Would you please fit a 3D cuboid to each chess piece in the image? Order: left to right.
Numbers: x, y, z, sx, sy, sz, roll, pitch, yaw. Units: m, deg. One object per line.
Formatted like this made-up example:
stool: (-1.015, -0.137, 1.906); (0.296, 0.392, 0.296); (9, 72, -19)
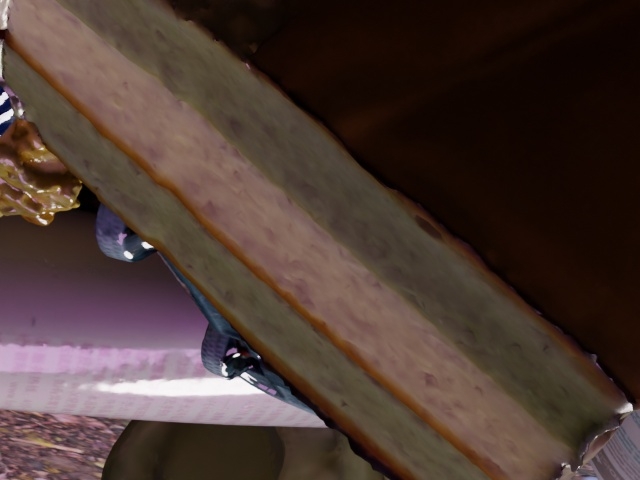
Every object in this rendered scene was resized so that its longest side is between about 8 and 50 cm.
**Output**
chess piece: (0.014, 0.256, 1.219); (0.234, 0.234, 0.442); (1, 150, 22)

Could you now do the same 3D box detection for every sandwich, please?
sandwich: (0.046, -0.059, 0.534); (0.227, 0.198, 0.155); (42, 153, 8)

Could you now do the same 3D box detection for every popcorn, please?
popcorn: (-0.148, -0.044, 0.783); (0.083, 0.057, 0.082); (4, 154, 23)

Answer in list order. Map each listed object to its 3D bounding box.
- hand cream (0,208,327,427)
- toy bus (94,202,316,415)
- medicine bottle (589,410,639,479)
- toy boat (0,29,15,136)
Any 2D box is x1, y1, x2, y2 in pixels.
hand cream: (-0.062, 0.050, 0.918); (0.359, 0.118, 0.185); (10, 155, -16)
toy bus: (0.000, 0.000, 0.729); (0.121, 0.119, 0.265); (18, 161, 20)
medicine bottle: (0.195, 0.075, 0.802); (0.135, 0.135, 0.215); (10, 156, 2)
toy boat: (-0.239, -0.120, 0.559); (0.318, 0.072, 0.219); (34, 152, -35)
